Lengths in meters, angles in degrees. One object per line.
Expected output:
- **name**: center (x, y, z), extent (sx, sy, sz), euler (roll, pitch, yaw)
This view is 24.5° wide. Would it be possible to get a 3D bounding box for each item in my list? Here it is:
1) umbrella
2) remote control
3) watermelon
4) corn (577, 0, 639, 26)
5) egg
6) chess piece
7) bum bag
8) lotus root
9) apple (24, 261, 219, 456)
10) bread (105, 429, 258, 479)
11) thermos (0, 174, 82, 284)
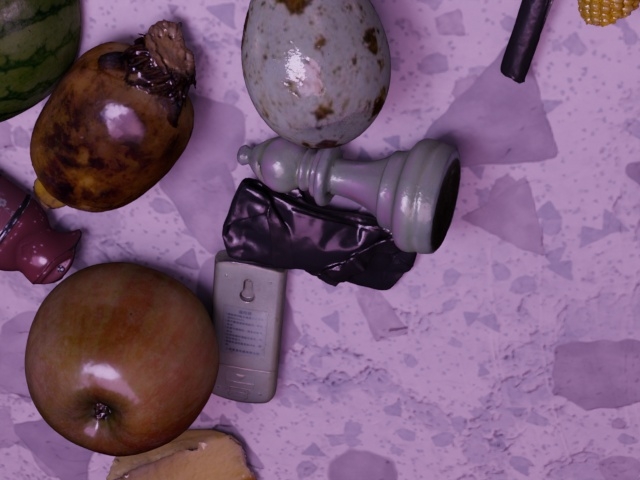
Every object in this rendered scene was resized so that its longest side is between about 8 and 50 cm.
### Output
- **umbrella**: center (0.234, -0.240, 1.674), extent (0.036, 0.031, 0.133), euler (15, 125, -1)
- **remote control**: center (-0.100, 0.118, 1.980), extent (0.098, 0.038, 0.234), euler (9, 124, 5)
- **watermelon**: center (-0.450, -0.260, 1.711), extent (0.330, 0.189, 0.331), euler (4, 130, 5)
- **corn**: center (0.303, -0.349, 1.555), extent (0.081, 0.081, 0.248), euler (-2, 123, 13)
- **egg**: center (-0.008, -0.215, 1.656), extent (0.169, 0.169, 0.231), euler (-5, 114, 15)
- **chess piece**: center (0.025, -0.075, 1.784), extent (0.271, 0.139, 0.139), euler (13, 126, 15)
- **bum bag**: center (0.000, 0.000, 1.866), extent (0.248, 0.060, 0.123), euler (16, 125, -1)
- **lotus root**: center (-0.257, -0.128, 1.780), extent (0.169, 0.141, 0.314), euler (38, 124, -10)
- **apple**: center (-0.261, 0.162, 1.919), extent (0.256, 0.234, 0.257), euler (6, 131, 7)
- **bread**: center (-0.183, 0.391, 2.121), extent (0.178, 0.135, 0.240), euler (-7, 120, 16)
- **thermos**: center (-0.467, -0.043, 1.884), extent (0.330, 0.136, 0.109), euler (36, 150, -13)
